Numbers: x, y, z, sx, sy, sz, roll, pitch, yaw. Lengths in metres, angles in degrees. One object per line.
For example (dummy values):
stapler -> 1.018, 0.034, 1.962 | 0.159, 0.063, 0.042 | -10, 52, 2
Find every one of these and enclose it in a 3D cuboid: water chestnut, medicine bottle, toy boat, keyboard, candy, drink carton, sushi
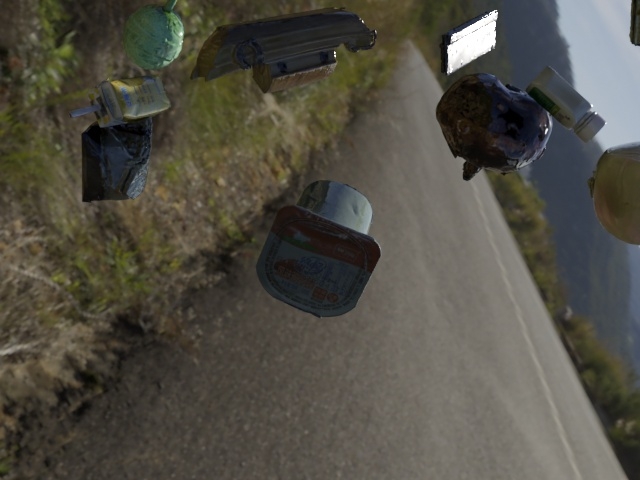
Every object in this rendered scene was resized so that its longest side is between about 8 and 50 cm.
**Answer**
water chestnut -> 0.424, -0.269, 2.312 | 0.300, 0.300, 0.300 | 55, 15, -22
medicine bottle -> 0.547, -0.302, 2.047 | 0.183, 0.069, 0.119 | 42, -2, 4
toy boat -> -0.085, -0.421, 2.059 | 0.136, 0.445, 0.162 | 23, -56, 50
keyboard -> 0.253, -0.340, 1.570 | 0.231, 0.023, 0.072 | -37, 132, -52
candy -> -0.249, -0.521, 1.751 | 0.119, 0.440, 0.119 | 28, 22, -13
drink carton -> 0.000, 0.000, 1.598 | 0.185, 0.191, 0.189 | 19, 32, -4
sushi -> -0.362, -0.177, 1.742 | 0.273, 0.109, 0.134 | -78, 176, -63
drink carton -> -0.353, -0.245, 1.620 | 0.200, 0.074, 0.084 | -30, 102, -60

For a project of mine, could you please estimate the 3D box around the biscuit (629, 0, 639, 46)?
biscuit -> 0.646, -0.406, 1.526 | 0.052, 0.252, 0.150 | -76, 159, -57

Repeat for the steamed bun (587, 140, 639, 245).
steamed bun -> 0.524, -0.085, 1.538 | 0.239, 0.153, 0.170 | -37, 135, -67
